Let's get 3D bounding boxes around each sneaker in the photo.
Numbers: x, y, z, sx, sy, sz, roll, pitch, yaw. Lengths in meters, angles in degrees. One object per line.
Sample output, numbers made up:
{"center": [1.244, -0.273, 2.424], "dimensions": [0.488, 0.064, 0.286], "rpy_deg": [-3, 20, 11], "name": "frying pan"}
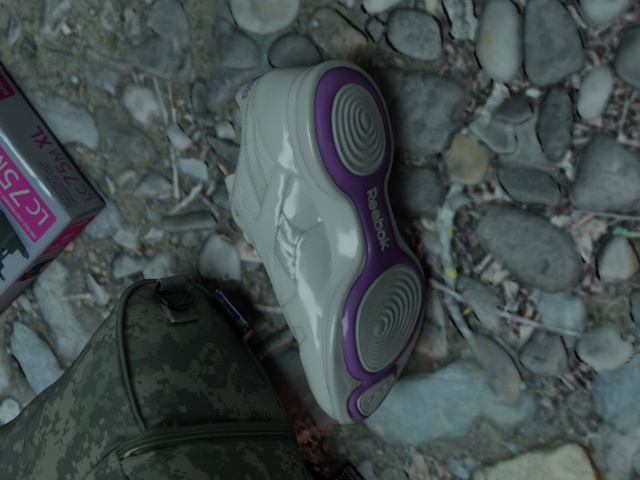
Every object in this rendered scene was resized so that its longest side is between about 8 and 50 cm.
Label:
{"center": [0.000, 0.000, 1.317], "dimensions": [0.152, 0.114, 0.305], "rpy_deg": [6, 108, 46], "name": "sneaker"}

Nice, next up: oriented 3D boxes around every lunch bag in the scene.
{"center": [-0.169, 0.207, 1.427], "dimensions": [0.305, 0.213, 0.256], "rpy_deg": [-43, 61, 36], "name": "lunch bag"}

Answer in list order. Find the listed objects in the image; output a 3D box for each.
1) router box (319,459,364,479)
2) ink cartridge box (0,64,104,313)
{"center": [0.027, 0.272, 1.431], "dimensions": [0.122, 0.038, 0.092], "rpy_deg": [50, 126, 7], "name": "router box"}
{"center": [-0.361, -0.016, 1.558], "dimensions": [0.185, 0.065, 0.311], "rpy_deg": [53, 128, 5], "name": "ink cartridge box"}
